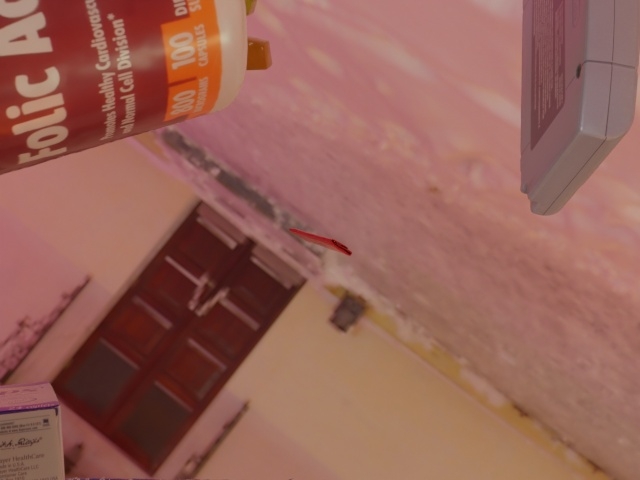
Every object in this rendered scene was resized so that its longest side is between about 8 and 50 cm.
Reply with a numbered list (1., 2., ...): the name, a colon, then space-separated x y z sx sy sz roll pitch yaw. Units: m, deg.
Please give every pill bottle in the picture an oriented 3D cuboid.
1. pill bottle: -0.273 -0.155 0.805 0.224 0.392 0.224 50 151 41

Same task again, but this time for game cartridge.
1. game cartridge: 0.243 -0.195 1.019 0.062 0.297 0.198 9 157 -9

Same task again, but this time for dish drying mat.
1. dish drying mat: 0.000 0.000 1.115 0.032 0.008 0.083 30 174 -32

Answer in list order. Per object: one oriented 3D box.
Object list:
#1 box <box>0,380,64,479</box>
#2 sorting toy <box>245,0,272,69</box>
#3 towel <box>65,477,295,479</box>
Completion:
1. box: -0.263 0.156 0.812 0.126 0.072 0.137 -4 -179 -18
2. sorting toy: -0.214 -0.261 1.216 0.307 0.041 0.229 1 114 20
3. towel: -0.110 0.310 0.939 0.336 0.040 0.243 -10 115 37
